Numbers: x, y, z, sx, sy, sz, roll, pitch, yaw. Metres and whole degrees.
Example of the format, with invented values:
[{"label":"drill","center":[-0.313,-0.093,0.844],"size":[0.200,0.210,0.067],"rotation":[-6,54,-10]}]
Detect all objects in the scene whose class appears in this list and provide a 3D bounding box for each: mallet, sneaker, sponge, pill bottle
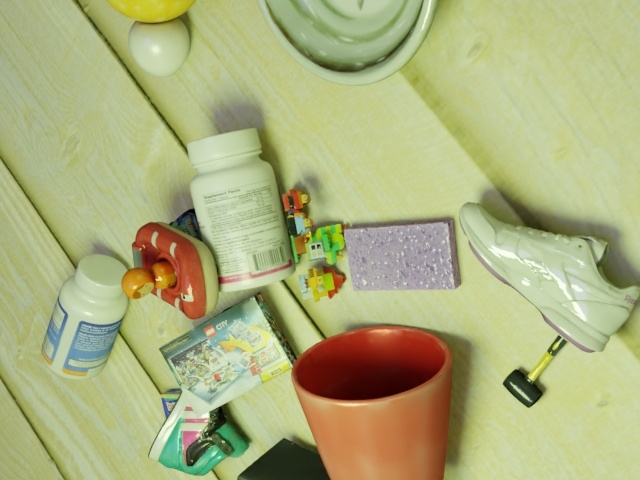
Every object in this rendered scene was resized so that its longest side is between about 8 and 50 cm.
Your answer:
[{"label":"mallet","center":[0.360,0.181,1.392],"size":[0.062,0.039,0.190],"rotation":[35,115,26]},{"label":"sneaker","center":[-0.217,0.370,1.798],"size":[0.178,0.124,0.296],"rotation":[30,99,4]},{"label":"sneaker","center":[0.350,0.027,1.329],"size":[0.305,0.114,0.152],"rotation":[43,104,19]},{"label":"sponge","center":[0.141,0.028,1.506],"size":[0.210,0.031,0.117],"rotation":[-3,100,35]},{"label":"pill bottle","center":[-0.152,-0.058,1.612],"size":[0.160,0.160,0.283],"rotation":[-9,96,37]},{"label":"pill bottle","center":[-0.522,0.169,1.942],"size":[0.152,0.152,0.272],"rotation":[39,121,21]}]

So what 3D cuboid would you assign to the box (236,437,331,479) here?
[{"label":"box","center":[-0.003,0.610,1.645],"size":[0.312,0.179,0.343],"rotation":[16,110,25]}]

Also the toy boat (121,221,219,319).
[{"label":"toy boat","center":[-0.293,0.065,1.580],"size":[0.231,0.151,0.151],"rotation":[23,124,42]}]

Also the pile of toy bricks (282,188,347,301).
[{"label":"pile of toy bricks","center":[0.000,0.000,1.570],"size":[0.105,0.118,0.212],"rotation":[-12,84,-1]}]

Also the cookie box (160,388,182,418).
[{"label":"cookie box","center":[-0.300,0.385,1.908],"size":[0.091,0.040,0.107],"rotation":[-7,97,37]}]

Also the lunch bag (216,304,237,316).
[{"label":"lunch bag","center":[-0.161,0.179,1.741],"size":[0.067,0.065,0.098],"rotation":[-16,94,19]}]

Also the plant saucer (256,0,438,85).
[{"label":"plant saucer","center":[0.048,-0.453,1.375],"size":[0.400,0.100,0.400],"rotation":[24,127,35]}]

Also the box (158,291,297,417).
[{"label":"box","center":[-0.181,0.225,1.693],"size":[0.233,0.044,0.159],"rotation":[-29,90,16]}]

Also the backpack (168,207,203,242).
[{"label":"backpack","center":[-0.263,0.027,1.743],"size":[0.173,0.117,0.158],"rotation":[-24,87,40]}]

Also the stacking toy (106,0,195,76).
[{"label":"stacking toy","center":[-0.313,-0.518,1.559],"size":[0.350,0.350,0.480],"rotation":[21,129,30]}]

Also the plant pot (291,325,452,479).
[{"label":"plant pot","center":[0.102,0.312,1.484],"size":[0.275,0.275,0.243],"rotation":[4,114,35]}]
